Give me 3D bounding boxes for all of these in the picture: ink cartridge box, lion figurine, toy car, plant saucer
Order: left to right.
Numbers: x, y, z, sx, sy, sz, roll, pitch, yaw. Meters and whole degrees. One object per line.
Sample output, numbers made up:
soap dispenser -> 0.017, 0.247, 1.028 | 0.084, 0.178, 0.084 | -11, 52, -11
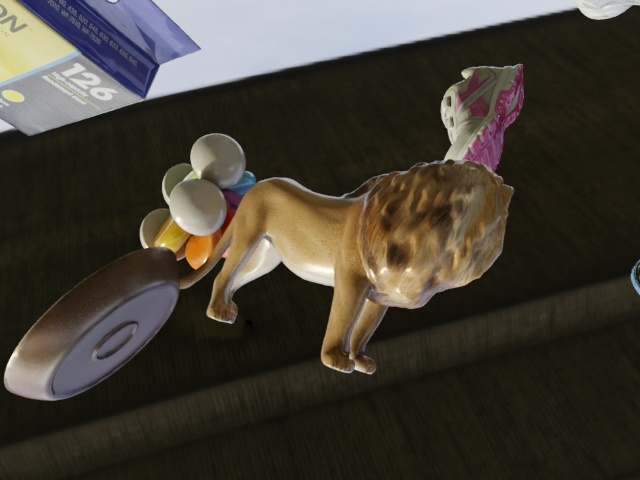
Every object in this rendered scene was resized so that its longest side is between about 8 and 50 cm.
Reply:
ink cartridge box -> -0.356, -0.250, 0.851 | 0.307, 0.303, 0.072 | -8, -118, 30
plant saucer -> -0.176, 0.075, 0.592 | 0.029, 0.168, 0.168 | 45, -122, 12
toy car -> -0.146, -0.042, 0.972 | 0.136, 0.159, 0.182 | 31, -124, -21
lion figurine -> 0.000, 0.000, 0.797 | 0.392, 0.142, 0.240 | 16, -95, 30

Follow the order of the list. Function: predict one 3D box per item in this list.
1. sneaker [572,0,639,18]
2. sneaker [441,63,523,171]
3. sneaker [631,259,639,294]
sneaker -> 0.521, -0.448, 1.187 | 0.305, 0.152, 0.114 | 1, -108, 58
sneaker -> 0.245, -0.191, 1.173 | 0.111, 0.103, 0.252 | 13, -127, 28
sneaker -> 0.527, 0.040, 1.093 | 0.067, 0.078, 0.188 | 48, -132, -6
